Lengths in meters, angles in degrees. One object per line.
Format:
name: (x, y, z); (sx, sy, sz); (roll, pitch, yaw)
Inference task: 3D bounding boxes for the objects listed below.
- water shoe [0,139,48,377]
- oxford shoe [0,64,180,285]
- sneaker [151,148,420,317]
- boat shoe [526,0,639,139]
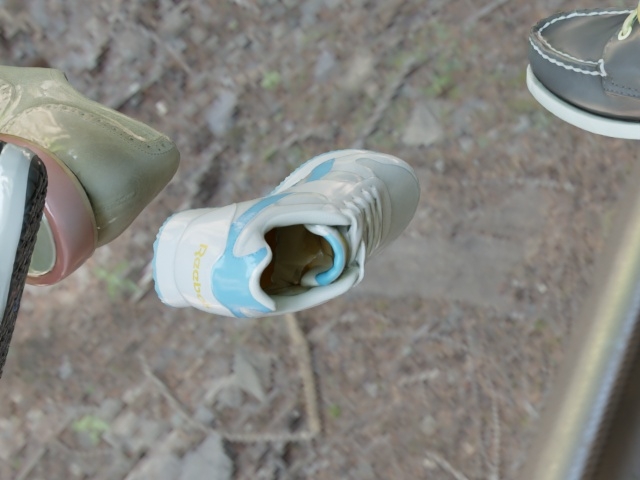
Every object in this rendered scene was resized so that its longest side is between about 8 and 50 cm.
water shoe: (-0.220, 0.034, 0.957); (0.080, 0.073, 0.203); (17, 98, 0)
oxford shoe: (-0.273, -0.078, 1.297); (0.397, 0.140, 0.146); (26, 45, 37)
sneaker: (0.000, 0.000, 1.070); (0.092, 0.087, 0.229); (10, 24, 39)
boat shoe: (0.184, -0.087, 0.763); (0.081, 0.068, 0.228); (-41, 37, -26)
